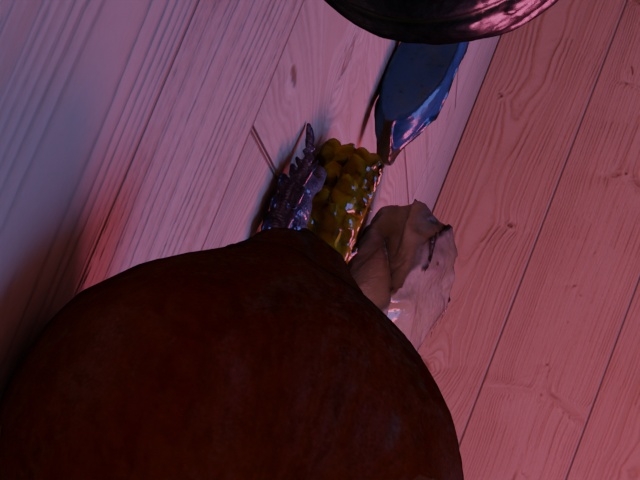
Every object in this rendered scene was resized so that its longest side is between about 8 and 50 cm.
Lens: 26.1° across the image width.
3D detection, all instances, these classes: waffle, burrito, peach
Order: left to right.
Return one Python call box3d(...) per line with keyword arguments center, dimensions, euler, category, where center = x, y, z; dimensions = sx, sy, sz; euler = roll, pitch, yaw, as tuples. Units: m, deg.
box3d(center=(-0.040, 0.102, 0.682), dimensions=(0.232, 0.232, 0.256), euler=(92, 20, -68), category="peach")
box3d(center=(0.000, 0.000, 1.302), dimensions=(0.197, 0.070, 0.193), euler=(-22, 133, -83), category="waffle")
box3d(center=(0.076, 0.092, 1.833), dimensions=(0.332, 0.135, 0.190), euler=(-53, 154, -55), category="burrito")

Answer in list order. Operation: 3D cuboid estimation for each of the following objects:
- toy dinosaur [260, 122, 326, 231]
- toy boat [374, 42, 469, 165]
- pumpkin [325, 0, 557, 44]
box3d(center=(-0.030, -0.004, 1.151), dimensions=(0.082, 0.039, 0.209), euler=(74, 27, -73), category="toy dinosaur")
box3d(center=(0.110, -0.172, 1.572), dimensions=(0.185, 0.075, 0.077), euler=(-64, 163, -19), category="toy boat")
box3d(center=(0.082, -0.226, 0.733), dimensions=(0.250, 0.216, 0.249), euler=(10, 90, -69), category="pumpkin")
